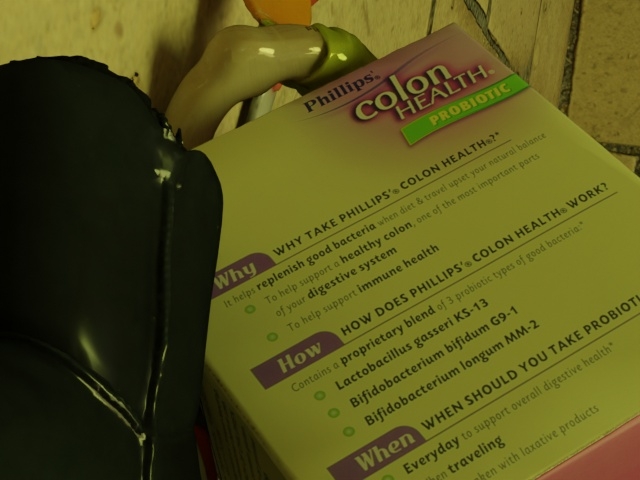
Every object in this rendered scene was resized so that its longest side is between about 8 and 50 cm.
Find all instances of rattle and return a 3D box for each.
[{"bbox_3d":[-0.055,-0.050,0.791,0.130,0.143,0.199,-18,138,-39],"label":"rattle"}]

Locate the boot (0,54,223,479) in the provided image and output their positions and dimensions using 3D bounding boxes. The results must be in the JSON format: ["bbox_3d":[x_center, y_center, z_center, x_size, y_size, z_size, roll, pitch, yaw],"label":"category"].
[{"bbox_3d":[-0.117,0.024,0.479,0.246,0.094,0.207,35,43,-50],"label":"boot"}]

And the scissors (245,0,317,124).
[{"bbox_3d":[-0.023,-0.113,0.888,0.109,0.021,0.297,42,56,-75],"label":"scissors"}]

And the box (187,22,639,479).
[{"bbox_3d":[0.047,0.044,0.654,0.214,0.243,0.117,-28,141,-18],"label":"box"}]

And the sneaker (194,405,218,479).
[{"bbox_3d":[-0.108,0.179,0.592,0.145,0.090,0.270,-52,150,-67],"label":"sneaker"}]
